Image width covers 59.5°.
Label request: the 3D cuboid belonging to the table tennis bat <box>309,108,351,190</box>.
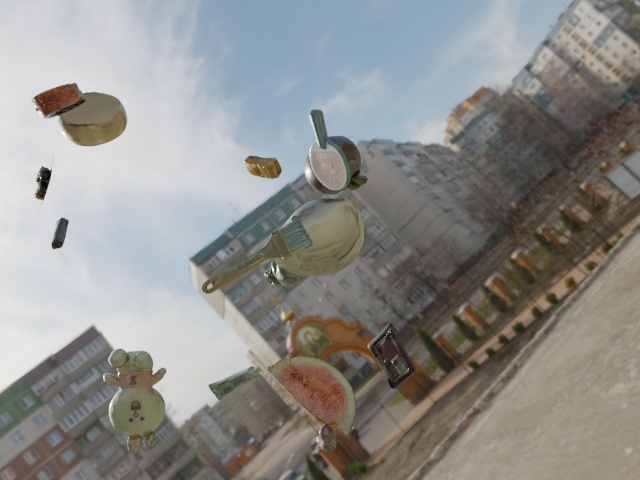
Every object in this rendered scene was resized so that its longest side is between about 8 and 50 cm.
[{"bbox_3d":[0.016,-0.252,1.580,0.040,0.153,0.244,-35,-59,-33],"label":"table tennis bat"}]

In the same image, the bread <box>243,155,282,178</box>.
[{"bbox_3d":[-0.194,-0.247,1.883,0.053,0.132,0.074,-55,-37,-32],"label":"bread"}]

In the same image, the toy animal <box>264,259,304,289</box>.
[{"bbox_3d":[-0.140,0.124,1.987,0.108,0.138,0.236,10,-34,-33],"label":"toy animal"}]

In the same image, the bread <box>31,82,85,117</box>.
[{"bbox_3d":[-0.859,-0.458,1.837,0.160,0.073,0.160,-21,16,6],"label":"bread"}]

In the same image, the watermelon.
[{"bbox_3d":[0.010,0.428,1.635,0.128,0.303,0.159,-54,-22,2],"label":"watermelon"}]

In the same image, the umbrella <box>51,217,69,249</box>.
[{"bbox_3d":[-0.728,-0.021,1.562,0.036,0.133,0.031,-3,-56,-13],"label":"umbrella"}]

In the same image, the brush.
[{"bbox_3d":[-0.120,0.035,1.016,0.218,0.082,0.010,-29,-48,-4],"label":"brush"}]

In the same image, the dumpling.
[{"bbox_3d":[0.000,-0.003,1.553,0.243,0.227,0.175,-12,29,9],"label":"dumpling"}]

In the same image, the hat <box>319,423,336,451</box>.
[{"bbox_3d":[0.015,0.571,1.616,0.042,0.058,0.087,10,-79,-53],"label":"hat"}]

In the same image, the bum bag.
[{"bbox_3d":[0.203,0.326,1.574,0.026,0.159,0.109,9,-47,-43],"label":"bum bag"}]

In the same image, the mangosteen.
[{"bbox_3d":[0.055,-0.253,1.944,0.216,0.216,0.216,-42,-11,-10],"label":"mangosteen"}]

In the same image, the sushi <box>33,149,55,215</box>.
[{"bbox_3d":[-1.058,-0.219,2.119,0.040,0.192,0.210,14,-53,-30],"label":"sushi"}]

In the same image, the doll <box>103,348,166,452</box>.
[{"bbox_3d":[-0.467,0.395,1.431,0.155,0.275,0.113,-7,10,-16],"label":"doll"}]

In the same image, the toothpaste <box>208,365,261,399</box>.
[{"bbox_3d":[-0.265,0.442,1.751,0.218,0.064,0.041,-32,8,28],"label":"toothpaste"}]

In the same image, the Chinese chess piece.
[{"bbox_3d":[-0.864,-0.463,2.123,0.250,0.250,0.103,-37,-33,-31],"label":"Chinese chess piece"}]
